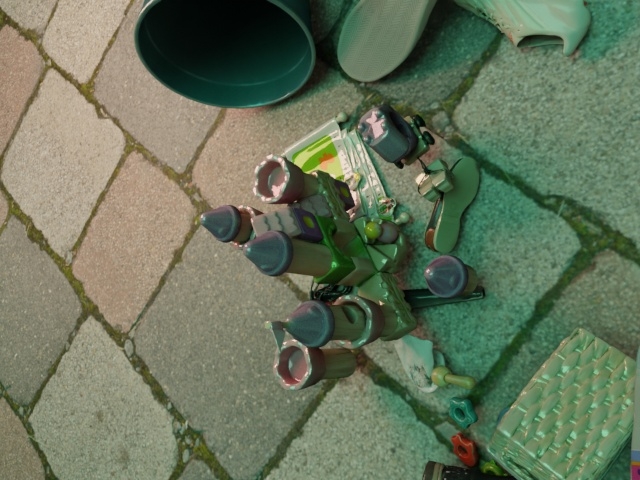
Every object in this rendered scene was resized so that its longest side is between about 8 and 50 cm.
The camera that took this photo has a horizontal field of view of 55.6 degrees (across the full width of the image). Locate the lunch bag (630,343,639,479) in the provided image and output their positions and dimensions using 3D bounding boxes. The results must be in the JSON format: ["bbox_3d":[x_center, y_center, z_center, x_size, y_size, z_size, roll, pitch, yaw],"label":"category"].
[{"bbox_3d":[0.413,0.210,0.559,0.224,0.108,0.278,3,87,-8],"label":"lunch bag"}]

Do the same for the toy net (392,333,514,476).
[{"bbox_3d":[0.184,0.210,0.798,0.232,0.045,0.122,43,136,32],"label":"toy net"}]

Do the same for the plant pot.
[{"bbox_3d":[-0.140,-0.396,0.969,0.272,0.272,0.255,-14,62,31],"label":"plant pot"}]

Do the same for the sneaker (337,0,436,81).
[{"bbox_3d":[0.140,-0.365,0.874,0.108,0.169,0.292,40,141,-1],"label":"sneaker"}]

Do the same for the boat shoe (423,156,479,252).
[{"bbox_3d":[0.177,-0.049,0.834,0.043,0.049,0.136,-160,87,-72],"label":"boat shoe"}]

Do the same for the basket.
[{"bbox_3d":[0.275,0.191,0.660,0.113,0.103,0.167,36,71,31],"label":"basket"}]

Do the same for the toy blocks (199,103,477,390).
[{"bbox_3d":[0.000,0.000,0.759,0.309,0.260,0.288,-38,61,28],"label":"toy blocks"}]

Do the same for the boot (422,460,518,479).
[{"bbox_3d":[0.219,0.379,0.720,0.179,0.085,0.236,-6,97,18],"label":"boot"}]

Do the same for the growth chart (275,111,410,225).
[{"bbox_3d":[0.022,-0.081,0.952,0.172,0.021,0.237,-37,65,25],"label":"growth chart"}]

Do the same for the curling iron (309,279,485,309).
[{"bbox_3d":[0.097,0.074,0.872,0.274,0.035,0.068,-2,83,33],"label":"curling iron"}]

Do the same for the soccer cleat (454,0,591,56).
[{"bbox_3d":[0.255,-0.299,0.806,0.196,0.068,0.076,27,105,31],"label":"soccer cleat"}]
